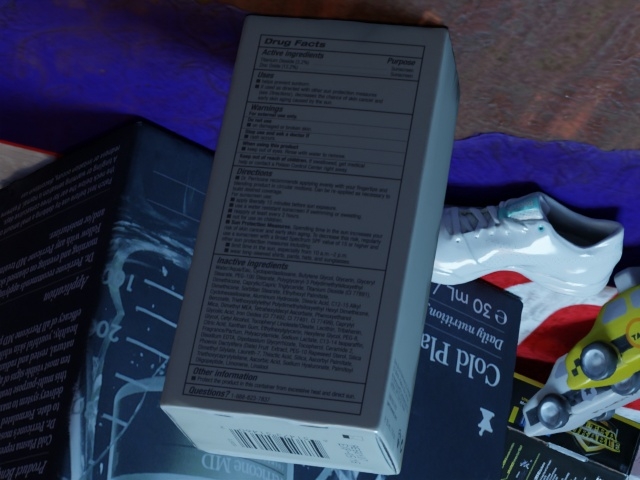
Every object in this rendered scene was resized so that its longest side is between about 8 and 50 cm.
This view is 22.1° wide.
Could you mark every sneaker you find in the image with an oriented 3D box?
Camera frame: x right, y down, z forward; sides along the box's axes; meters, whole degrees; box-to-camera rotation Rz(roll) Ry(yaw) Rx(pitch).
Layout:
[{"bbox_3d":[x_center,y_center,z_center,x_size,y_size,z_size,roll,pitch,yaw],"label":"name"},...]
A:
[{"bbox_3d":[0.159,-0.011,1.418,0.212,0.080,0.094,6,147,-7],"label":"sneaker"}]

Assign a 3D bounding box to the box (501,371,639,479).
[{"bbox_3d":[0.201,0.273,1.886,0.257,0.079,0.322,23,142,8],"label":"box"}]

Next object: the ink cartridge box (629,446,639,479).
[{"bbox_3d":[0.431,0.332,1.917,0.181,0.056,0.225,57,171,-33],"label":"ink cartridge box"}]

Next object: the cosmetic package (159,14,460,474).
[{"bbox_3d":[0.000,0.000,1.185,0.160,0.309,0.113,6,157,14],"label":"cosmetic package"}]

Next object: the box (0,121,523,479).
[{"bbox_3d":[-0.096,0.216,1.539,0.480,0.471,0.297,24,155,-31],"label":"box"}]

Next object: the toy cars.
[{"bbox_3d":[0.295,0.099,1.578,0.176,0.087,0.393,-16,163,-9],"label":"toy cars"}]
